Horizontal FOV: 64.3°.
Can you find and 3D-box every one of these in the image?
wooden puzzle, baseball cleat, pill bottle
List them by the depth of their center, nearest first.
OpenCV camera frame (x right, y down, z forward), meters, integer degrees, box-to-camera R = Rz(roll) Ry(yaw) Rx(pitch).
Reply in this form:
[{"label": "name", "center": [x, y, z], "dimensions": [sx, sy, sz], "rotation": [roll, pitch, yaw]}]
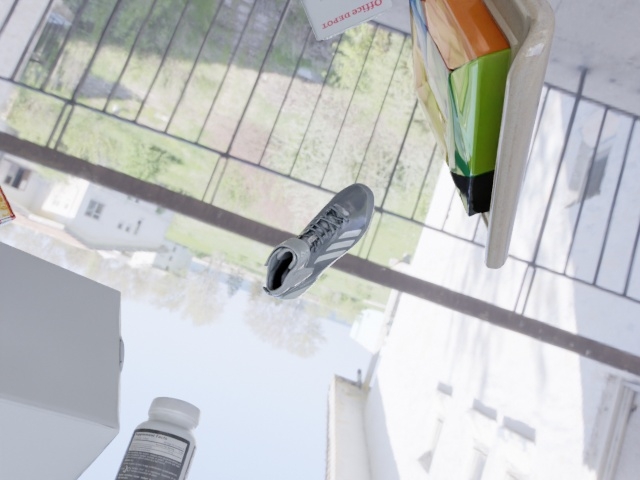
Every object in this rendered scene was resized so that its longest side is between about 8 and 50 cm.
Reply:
[{"label": "wooden puzzle", "center": [0.102, -0.126, 0.382], "dimensions": [0.044, 0.239, 0.221], "rotation": [-11, 147, 7]}, {"label": "baseball cleat", "center": [0.000, 0.000, 0.702], "dimensions": [0.072, 0.206, 0.109], "rotation": [36, 180, 18]}, {"label": "pill bottle", "center": [-0.392, 0.534, 1.225], "dimensions": [0.162, 0.278, 0.162], "rotation": [8, 141, 6]}]

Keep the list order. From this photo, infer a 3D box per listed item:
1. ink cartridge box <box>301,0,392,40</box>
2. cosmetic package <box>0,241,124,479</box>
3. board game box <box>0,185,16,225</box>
[{"label": "ink cartridge box", "center": [0.016, -0.354, 0.653], "dimensions": [0.109, 0.063, 0.150], "rotation": [-21, 127, 10]}, {"label": "cosmetic package", "center": [-0.386, 0.087, 0.456], "dimensions": [0.385, 0.156, 0.217], "rotation": [35, -164, -33]}, {"label": "board game box", "center": [-0.334, -0.078, 0.356], "dimensions": [0.147, 0.193, 0.045], "rotation": [-27, -169, -37]}]
